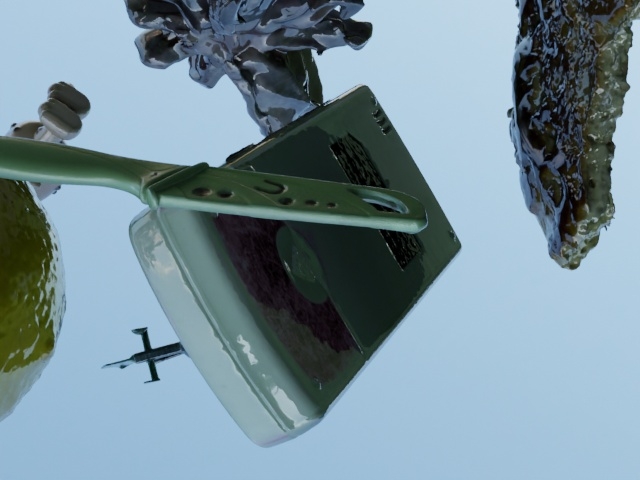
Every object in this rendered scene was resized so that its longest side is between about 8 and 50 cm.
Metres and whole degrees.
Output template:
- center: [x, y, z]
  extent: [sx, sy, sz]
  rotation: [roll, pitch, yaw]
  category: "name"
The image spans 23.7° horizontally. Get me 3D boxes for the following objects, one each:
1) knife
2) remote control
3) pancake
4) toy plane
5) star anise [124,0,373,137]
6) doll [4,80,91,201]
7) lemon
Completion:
- center: [-0.061, -0.022, 0.557]
  extent: [0.207, 0.014, 0.030]
  rotation: [7, -150, 14]
  category: "knife"
- center: [-0.001, 0.000, 0.911]
  extent: [0.145, 0.050, 0.344]
  rotation: [60, -156, -3]
  category: "remote control"
- center: [0.191, -0.141, 1.017]
  extent: [0.057, 0.244, 0.266]
  rotation: [5, -125, -23]
  category: "pancake"
- center: [-0.115, 0.099, 1.551]
  extent: [0.096, 0.235, 0.060]
  rotation: [-20, -86, -83]
  category: "toy plane"
- center: [-0.046, -0.169, 1.147]
  extent: [0.198, 0.257, 0.111]
  rotation: [5, -118, -21]
  category: "star anise"
- center: [-0.355, -0.063, 1.704]
  extent: [0.119, 0.278, 0.154]
  rotation: [36, -161, -16]
  category: "doll"
- center: [-0.243, 0.031, 0.863]
  extent: [0.192, 0.192, 0.231]
  rotation: [41, -133, 14]
  category: "lemon"
